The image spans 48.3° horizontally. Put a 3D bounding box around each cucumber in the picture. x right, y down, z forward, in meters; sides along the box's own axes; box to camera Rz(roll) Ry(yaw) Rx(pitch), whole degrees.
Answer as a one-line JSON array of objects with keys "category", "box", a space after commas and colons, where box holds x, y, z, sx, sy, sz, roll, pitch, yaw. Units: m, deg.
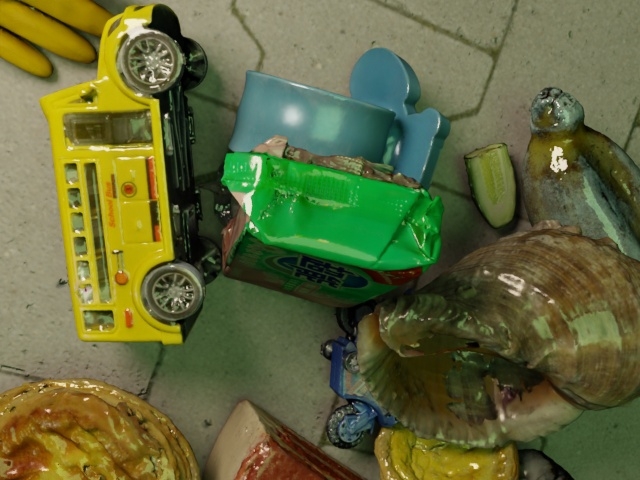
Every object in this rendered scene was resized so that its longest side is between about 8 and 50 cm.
[{"category": "cucumber", "box": [0.216, -0.068, 0.919, 0.067, 0.035, 0.107, -25, 112, -23]}]

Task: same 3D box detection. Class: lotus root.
[{"category": "lotus root", "box": [0.335, -0.045, 0.908, 0.158, 0.140, 0.322, -41, 104, -24]}]

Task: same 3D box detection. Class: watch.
[{"category": "watch", "box": [0.009, -0.116, 0.765, 0.193, 0.211, 0.211, 8, 98, -36]}]

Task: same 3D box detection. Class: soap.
[{"category": "soap", "box": [0.000, -0.002, 0.700, 0.218, 0.273, 0.098, 11, 77, -10]}]

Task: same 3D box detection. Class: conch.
[{"category": "conch", "box": [0.209, 0.106, 0.828, 0.352, 0.210, 0.297, 16, 124, -7]}]

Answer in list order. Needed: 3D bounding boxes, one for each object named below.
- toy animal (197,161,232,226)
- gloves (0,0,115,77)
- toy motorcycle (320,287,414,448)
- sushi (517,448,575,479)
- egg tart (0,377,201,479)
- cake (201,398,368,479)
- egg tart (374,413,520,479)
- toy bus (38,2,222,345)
[{"category": "toy animal", "box": [-0.115, -0.058, 0.820, 0.050, 0.028, 0.084, 10, 96, -27]}, {"category": "gloves", "box": [-0.332, -0.272, 0.692, 0.294, 0.116, 0.133, 30, 118, -29]}, {"category": "toy motorcycle", "box": [0.065, 0.159, 0.892, 0.114, 0.076, 0.205, 4, 93, -22]}, {"category": "sushi", "box": [0.207, 0.430, 0.916, 0.350, 0.211, 0.171, -36, 102, -18]}, {"category": "egg tart", "box": [-0.273, 0.280, 0.790, 0.297, 0.132, 0.297, 0, 99, -2]}, {"category": "cake", "box": [-0.007, 0.279, 0.849, 0.262, 0.158, 0.160, 2, 100, -20]}, {"category": "egg tart", "box": [0.160, 0.280, 0.914, 0.191, 0.191, 0.074, -14, 138, -15]}, {"category": "toy bus", "box": [-0.190, -0.067, 0.732, 0.152, 0.144, 0.330, -2, 103, 1]}]
